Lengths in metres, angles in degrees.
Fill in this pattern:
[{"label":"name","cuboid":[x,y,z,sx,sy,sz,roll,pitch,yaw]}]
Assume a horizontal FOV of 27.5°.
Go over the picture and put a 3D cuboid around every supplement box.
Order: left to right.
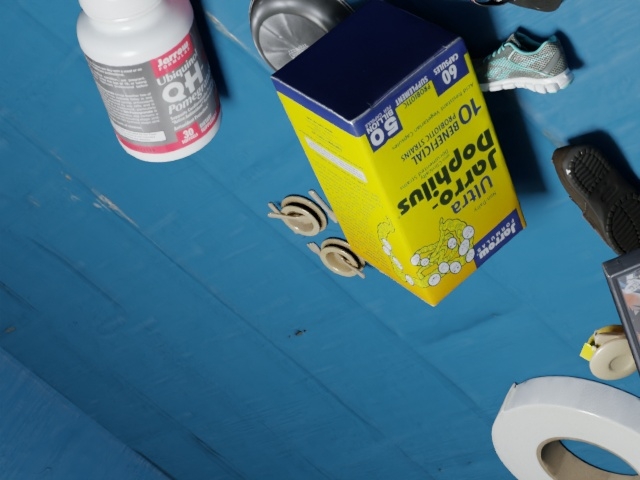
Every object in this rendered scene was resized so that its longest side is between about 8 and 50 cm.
[{"label":"supplement box","cuboid":[0.115,-0.119,1.808,0.195,0.194,0.356,36,160,46]}]

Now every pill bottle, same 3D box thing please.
[{"label":"pill bottle","cuboid":[-0.264,-0.284,1.974,0.176,0.176,0.318,16,146,24]}]

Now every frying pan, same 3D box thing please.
[{"label":"frying pan","cuboid":[-0.002,-0.244,1.930,0.197,0.053,0.326,7,137,30]}]

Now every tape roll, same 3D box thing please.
[{"label":"tape roll","cuboid":[0.498,0.389,2.356,0.392,0.072,0.392,22,148,15]}]

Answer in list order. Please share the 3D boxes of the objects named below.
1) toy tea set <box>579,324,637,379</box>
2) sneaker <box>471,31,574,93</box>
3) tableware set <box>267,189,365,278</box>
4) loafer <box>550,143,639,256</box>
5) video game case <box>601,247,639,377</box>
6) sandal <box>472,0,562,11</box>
[{"label":"toy tea set","cuboid":[0.491,0.052,1.862,0.200,0.124,0.336,2,131,-15]},{"label":"sneaker","cuboid":[0.252,-0.239,1.720,0.166,0.065,0.076,4,123,32]},{"label":"tableware set","cuboid":[0.000,0.000,2.272,0.194,0.039,0.128,46,146,-22]},{"label":"loafer","cuboid":[0.395,-0.062,1.830,0.220,0.080,0.078,51,176,-30]},{"label":"video game case","cuboid":[0.533,0.081,1.787,0.248,0.035,0.275,-22,132,7]},{"label":"sandal","cuboid":[0.214,-0.320,1.642,0.179,0.040,0.067,19,146,20]}]
